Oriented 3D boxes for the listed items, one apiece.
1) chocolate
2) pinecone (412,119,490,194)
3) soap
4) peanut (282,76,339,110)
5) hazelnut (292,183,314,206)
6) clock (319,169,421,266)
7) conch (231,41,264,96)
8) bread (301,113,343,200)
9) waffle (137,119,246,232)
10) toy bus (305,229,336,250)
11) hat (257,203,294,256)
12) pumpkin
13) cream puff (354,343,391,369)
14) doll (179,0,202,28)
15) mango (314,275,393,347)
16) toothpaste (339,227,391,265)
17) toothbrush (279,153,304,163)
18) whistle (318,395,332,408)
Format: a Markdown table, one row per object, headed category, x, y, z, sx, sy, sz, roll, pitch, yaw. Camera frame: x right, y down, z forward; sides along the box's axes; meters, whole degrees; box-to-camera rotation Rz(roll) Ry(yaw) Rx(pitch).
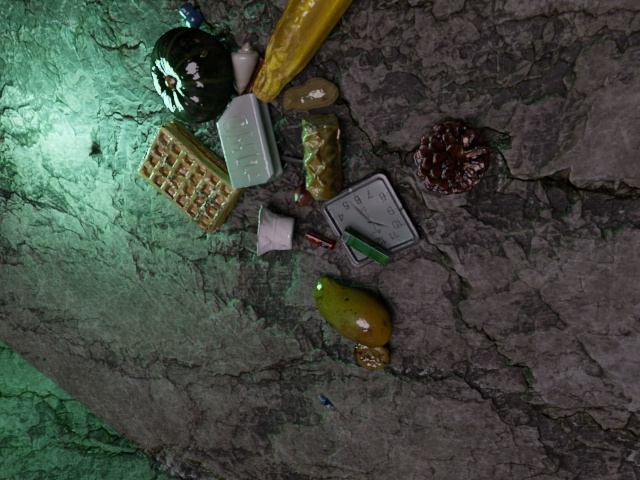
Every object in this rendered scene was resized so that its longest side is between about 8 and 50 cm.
| category | x | y | z | sx | sy | sz | roll | pitch | yaw |
| --- | --- | --- | --- | --- | --- | --- | --- | --- | --- |
| chocolate | -0.070 | -0.593 | 1.332 | 0.162 | 0.162 | 0.445 | 42 | 124 | -1 |
| pinecone | 0.371 | -0.232 | 1.298 | 0.221 | 0.221 | 0.222 | 9 | 117 | 18 |
| soap | -0.242 | -0.332 | 1.542 | 0.172 | 0.095 | 0.290 | -7 | 103 | 23 |
| peanut | -0.035 | -0.455 | 1.429 | 0.194 | 0.083 | 0.094 | -2 | 113 | 24 |
| hazelnut | -0.057 | -0.153 | 1.591 | 0.086 | 0.086 | 0.087 | 9 | 117 | 18 |
| clock | 0.165 | -0.069 | 1.551 | 0.273 | 0.049 | 0.279 | -24 | 103 | 31 |
| conch | -0.233 | -0.543 | 1.466 | 0.094 | 0.104 | 0.176 | 31 | 130 | 38 |
| bread | 0.010 | -0.258 | 1.464 | 0.129 | 0.152 | 0.268 | 19 | 125 | 37 |
| waffle | -0.472 | -0.237 | 1.703 | 0.376 | 0.114 | 0.261 | 40 | 120 | 0 |
| toy bus | 0.000 | 0.000 | 1.656 | 0.110 | 0.043 | 0.031 | 25 | 121 | 10 |
| hat | -0.158 | -0.032 | 1.648 | 0.126 | 0.203 | 0.203 | 3 | 117 | -3 |
| pumpkin | -0.405 | -0.529 | 1.469 | 0.300 | 0.207 | 0.301 | 25 | 128 | 36 |
| cream puff | 0.202 | 0.425 | 1.753 | 0.148 | 0.084 | 0.149 | 8 | 118 | 15 |
| doll | -0.422 | -0.723 | 1.483 | 0.076 | 0.050 | 0.083 | -33 | 100 | 36 |
| mango | 0.111 | 0.264 | 1.671 | 0.329 | 0.176 | 0.177 | 24 | 76 | 11 |
| toothpaste | 0.150 | 0.021 | 1.550 | 0.178 | 0.037 | 0.043 | 31 | 119 | 7 |
| toothbrush | -0.147 | -0.292 | 1.587 | 0.297 | 0.031 | 0.030 | 12 | 125 | 18 |
| whistle | 0.021 | 0.707 | 1.997 | 0.083 | 0.029 | 0.033 | 47 | 138 | -12 |
